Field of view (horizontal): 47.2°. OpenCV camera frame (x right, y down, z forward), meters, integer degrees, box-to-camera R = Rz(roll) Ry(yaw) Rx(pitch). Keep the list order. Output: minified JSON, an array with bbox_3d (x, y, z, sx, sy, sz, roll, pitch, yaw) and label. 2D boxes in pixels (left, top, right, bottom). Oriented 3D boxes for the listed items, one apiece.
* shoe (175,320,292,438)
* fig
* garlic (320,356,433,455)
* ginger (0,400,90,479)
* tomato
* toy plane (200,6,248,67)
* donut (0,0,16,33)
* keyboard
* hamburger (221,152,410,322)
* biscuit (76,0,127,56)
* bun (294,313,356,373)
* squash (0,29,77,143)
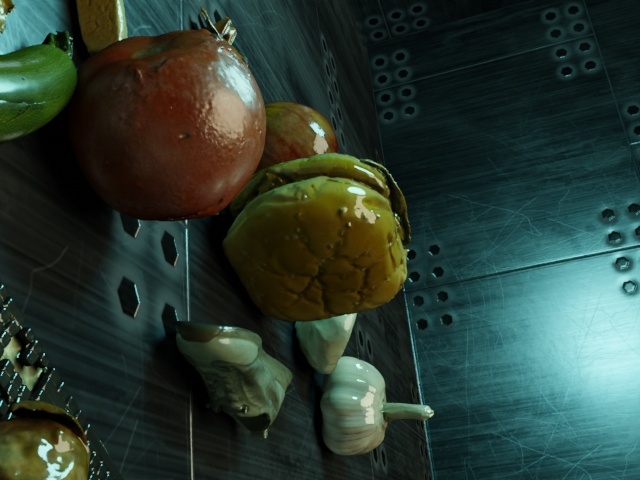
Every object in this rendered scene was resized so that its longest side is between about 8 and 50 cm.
[{"bbox_3d":[-0.111,0.177,0.941,0.275,0.103,0.098,56,37,-55],"label":"shoe"},{"bbox_3d":[-0.073,-0.151,1.242,0.205,0.205,0.205,-12,90,-77],"label":"fig"},{"bbox_3d":[0.113,0.324,1.452,0.199,0.226,0.199,-4,90,-71],"label":"garlic"},{"bbox_3d":[-0.231,0.206,0.400,0.309,0.107,0.133,-47,138,-70],"label":"ginger"},{"bbox_3d":[-0.158,-0.117,0.776,0.208,0.208,0.184,-81,164,-57],"label":"tomato"},{"bbox_3d":[-0.158,-0.310,1.225,0.135,0.062,0.188,61,6,-53],"label":"toy plane"},{"bbox_3d":[-0.296,-0.265,0.523,0.152,0.101,0.259,47,29,-50],"label":"donut"},{"bbox_3d":[-0.226,0.174,0.617,0.106,0.027,0.317,-81,156,-58],"label":"keyboard"},{"bbox_3d":[0.000,0.000,1.151,0.319,0.318,0.158,63,16,-48],"label":"hamburger"},{"bbox_3d":[-0.258,-0.298,0.855,0.056,0.052,0.188,98,-17,-80],"label":"biscuit"},{"bbox_3d":[0.003,0.165,1.417,0.183,0.102,0.183,-161,-90,-87],"label":"bun"},{"bbox_3d":[-0.267,-0.122,0.607,0.318,0.071,0.080,-69,142,-67],"label":"squash"}]
